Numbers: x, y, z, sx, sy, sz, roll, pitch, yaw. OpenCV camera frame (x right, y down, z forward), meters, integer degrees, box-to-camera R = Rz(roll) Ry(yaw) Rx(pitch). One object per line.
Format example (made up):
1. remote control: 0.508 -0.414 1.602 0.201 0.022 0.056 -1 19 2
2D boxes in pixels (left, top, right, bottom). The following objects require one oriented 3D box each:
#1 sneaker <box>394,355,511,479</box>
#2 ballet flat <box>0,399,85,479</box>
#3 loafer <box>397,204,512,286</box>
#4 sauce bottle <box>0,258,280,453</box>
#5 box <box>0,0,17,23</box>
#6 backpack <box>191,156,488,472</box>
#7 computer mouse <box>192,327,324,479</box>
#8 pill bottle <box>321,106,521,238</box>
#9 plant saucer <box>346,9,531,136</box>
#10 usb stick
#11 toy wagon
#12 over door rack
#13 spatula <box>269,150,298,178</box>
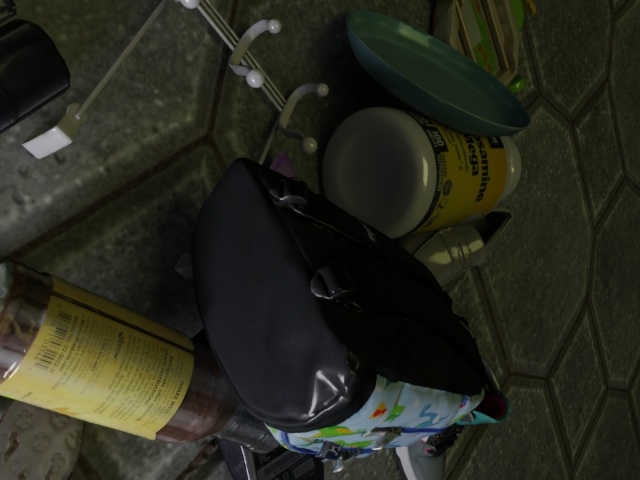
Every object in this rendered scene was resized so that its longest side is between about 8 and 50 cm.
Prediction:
1. sneaker: 0.225 0.299 1.017 0.124 0.178 0.295 -14 101 -46
2. ballet flat: -0.280 0.255 0.576 0.084 0.058 0.249 10 77 -27
3. loafer: 0.230 0.008 1.066 0.319 0.111 0.112 -38 119 -40
4. sauce bottle: -0.170 0.137 0.599 0.344 0.111 0.111 35 66 -36
5. box: -0.372 -0.223 0.386 0.216 0.060 0.270 -42 134 -23
6. backpack: 0.038 0.106 0.684 0.356 0.290 0.273 11 127 -42
7. computer mouse: -0.074 0.229 0.786 0.188 0.072 0.272 -13 88 -44
8. pill bottle: 0.176 -0.110 0.953 0.334 0.188 0.187 -11 98 -47
9. plant saucer: 0.172 -0.248 0.923 0.318 0.317 0.043 -11 141 -46
10. usb stick: -0.333 -0.098 0.515 0.278 0.045 0.077 -50 131 -34
11. toy wagon: 0.334 -0.409 1.207 0.344 0.068 0.267 -48 123 -36
12. over door rack: -0.123 -0.147 0.694 0.239 0.108 0.324 48 58 -35
13. spatula: 0.000 0.000 0.881 0.296 0.030 0.084 49 58 -36
